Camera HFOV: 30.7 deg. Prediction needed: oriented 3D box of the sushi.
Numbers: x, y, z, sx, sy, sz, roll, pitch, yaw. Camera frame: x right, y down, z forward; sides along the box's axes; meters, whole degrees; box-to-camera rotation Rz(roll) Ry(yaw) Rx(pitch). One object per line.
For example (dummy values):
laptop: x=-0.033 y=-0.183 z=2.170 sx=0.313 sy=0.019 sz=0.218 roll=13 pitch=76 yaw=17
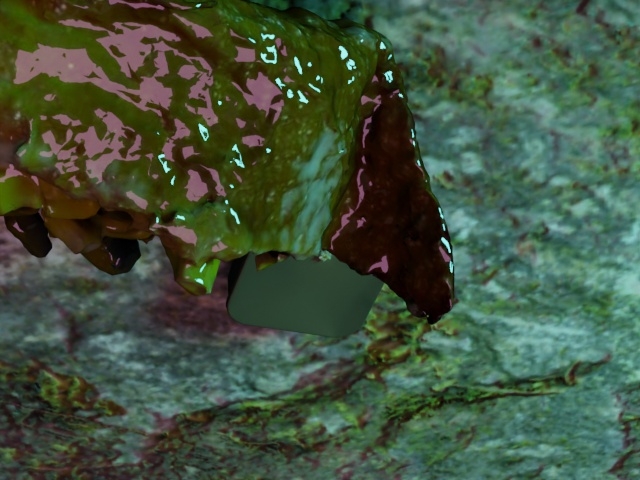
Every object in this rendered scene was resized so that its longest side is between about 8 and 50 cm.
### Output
sushi: x=-0.085 y=-0.047 z=0.553 sx=0.297 sy=0.167 sz=0.179 roll=11 pitch=104 yaw=-30

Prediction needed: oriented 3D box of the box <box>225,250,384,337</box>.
box: x=0.000 y=0.000 z=0.687 sx=0.091 sy=0.031 sz=0.126 roll=9 pitch=127 yaw=-20
